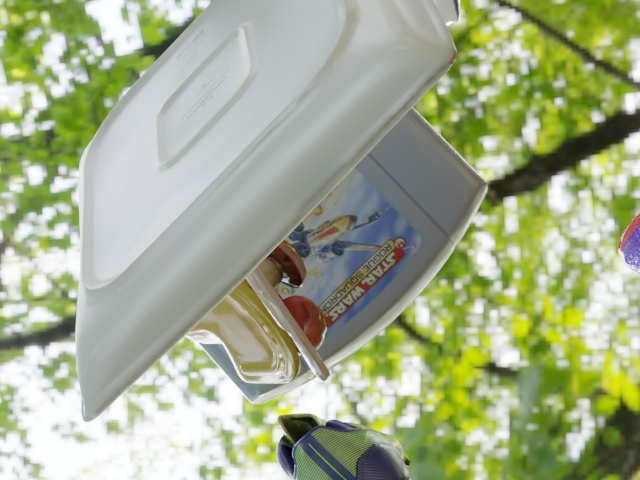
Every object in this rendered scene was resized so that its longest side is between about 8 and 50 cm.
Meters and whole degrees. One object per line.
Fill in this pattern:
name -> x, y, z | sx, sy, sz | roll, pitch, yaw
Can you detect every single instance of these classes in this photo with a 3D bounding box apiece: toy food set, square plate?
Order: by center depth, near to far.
square plate -> -0.068, -0.087, 1.125 | 0.049, 0.347, 0.344 | 37, -161, -26
toy food set -> -0.049, 0.047, 1.284 | 0.071, 0.218, 0.128 | -44, -72, -24

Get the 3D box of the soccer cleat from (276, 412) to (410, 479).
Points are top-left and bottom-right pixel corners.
soccer cleat -> 0.012, 0.182, 1.360 | 0.121, 0.289, 0.093 | 44, -95, -3

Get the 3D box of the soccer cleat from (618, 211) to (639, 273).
soccer cleat -> 0.287, -0.028, 0.881 | 0.083, 0.248, 0.095 | 78, 167, -65

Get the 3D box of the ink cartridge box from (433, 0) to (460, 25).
ink cartridge box -> 0.052, -0.272, 1.633 | 0.069, 0.371, 0.175 | 36, -130, -35

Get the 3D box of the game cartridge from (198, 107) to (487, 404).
game cartridge -> 0.000, 0.000, 1.479 | 0.297, 0.198, 0.062 | -44, -20, 1
